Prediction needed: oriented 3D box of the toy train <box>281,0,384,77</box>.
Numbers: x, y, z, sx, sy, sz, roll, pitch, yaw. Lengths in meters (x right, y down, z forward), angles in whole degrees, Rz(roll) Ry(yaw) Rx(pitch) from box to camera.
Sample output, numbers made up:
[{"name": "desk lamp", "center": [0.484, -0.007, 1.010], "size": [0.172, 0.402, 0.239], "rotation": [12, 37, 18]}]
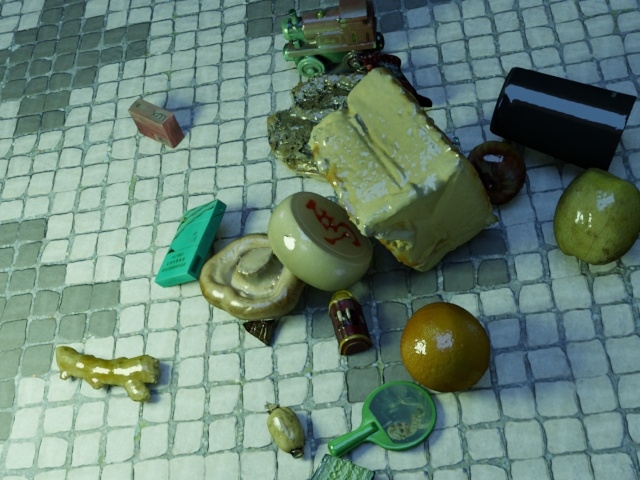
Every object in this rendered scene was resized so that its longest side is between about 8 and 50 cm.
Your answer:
[{"name": "toy train", "center": [0.027, -0.593, 2.313], "size": [0.304, 0.221, 0.150], "rotation": [-5, 59, 11]}]

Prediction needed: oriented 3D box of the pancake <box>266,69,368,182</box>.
[{"name": "pancake", "center": [0.030, -0.329, 2.234], "size": [0.382, 0.071, 0.382], "rotation": [-6, 57, 10]}]

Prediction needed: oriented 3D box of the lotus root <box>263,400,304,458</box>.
[{"name": "lotus root", "center": [-0.080, 0.416, 1.787], "size": [0.072, 0.063, 0.152], "rotation": [-39, 61, -1]}]

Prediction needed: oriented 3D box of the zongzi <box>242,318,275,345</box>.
[{"name": "zongzi", "center": [-0.160, 0.211, 1.932], "size": [0.083, 0.073, 0.067], "rotation": [10, 79, 20]}]

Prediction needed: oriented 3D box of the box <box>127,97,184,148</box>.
[{"name": "box", "center": [-0.481, -0.343, 2.341], "size": [0.156, 0.111, 0.060], "rotation": [26, 66, 24]}]

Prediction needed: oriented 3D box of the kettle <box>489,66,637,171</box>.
[{"name": "kettle", "center": [0.606, -0.326, 1.994], "size": [0.308, 0.203, 0.262], "rotation": [22, 59, 16]}]

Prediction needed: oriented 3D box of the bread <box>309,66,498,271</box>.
[{"name": "bread", "center": [0.192, -0.150, 1.886], "size": [0.279, 0.390, 0.371], "rotation": [-37, 62, 9]}]

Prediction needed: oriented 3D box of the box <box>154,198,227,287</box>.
[{"name": "box", "center": [-0.337, 0.008, 2.077], "size": [0.161, 0.042, 0.226], "rotation": [-14, 49, 46]}]

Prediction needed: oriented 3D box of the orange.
[{"name": "orange", "center": [0.270, 0.232, 1.749], "size": [0.206, 0.206, 0.206], "rotation": [-6, 57, 9]}]

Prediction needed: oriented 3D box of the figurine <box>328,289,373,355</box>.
[{"name": "figurine", "center": [0.059, 0.182, 1.884], "size": [0.082, 0.098, 0.154], "rotation": [-19, 58, 5]}]

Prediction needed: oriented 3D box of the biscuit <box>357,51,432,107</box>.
[{"name": "biscuit", "center": [0.211, -0.445, 2.234], "size": [0.063, 0.151, 0.235], "rotation": [-51, 53, 28]}]

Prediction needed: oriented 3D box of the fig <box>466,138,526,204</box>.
[{"name": "fig", "center": [0.435, -0.194, 2.024], "size": [0.143, 0.160, 0.230], "rotation": [-28, 28, 13]}]

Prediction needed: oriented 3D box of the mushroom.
[{"name": "mushroom", "center": [-0.158, 0.091, 1.958], "size": [0.278, 0.146, 0.278], "rotation": [-7, 48, 7]}]

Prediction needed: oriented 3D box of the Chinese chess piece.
[{"name": "Chinese chess piece", "center": [0.000, 0.000, 1.922], "size": [0.102, 0.273, 0.273], "rotation": [-51, 50, 29]}]

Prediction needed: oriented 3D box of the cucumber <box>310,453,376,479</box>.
[{"name": "cucumber", "center": [0.039, 0.515, 1.692], "size": [0.116, 0.062, 0.115], "rotation": [28, 66, 8]}]

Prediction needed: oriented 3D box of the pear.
[{"name": "pear", "center": [0.633, -0.051, 1.834], "size": [0.188, 0.228, 0.211], "rotation": [26, 103, 6]}]

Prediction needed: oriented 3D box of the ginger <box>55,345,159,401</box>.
[{"name": "ginger", "center": [-0.527, 0.313, 1.959], "size": [0.299, 0.065, 0.118], "rotation": [9, 56, 22]}]

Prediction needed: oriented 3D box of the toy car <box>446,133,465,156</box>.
[{"name": "toy car", "center": [0.347, -0.212, 2.094], "size": [0.069, 0.055, 0.142], "rotation": [-22, 65, 11]}]

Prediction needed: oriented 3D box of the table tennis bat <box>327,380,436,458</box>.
[{"name": "table tennis bat", "center": [0.133, 0.405, 1.761], "size": [0.257, 0.039, 0.160], "rotation": [-27, 54, -8]}]
